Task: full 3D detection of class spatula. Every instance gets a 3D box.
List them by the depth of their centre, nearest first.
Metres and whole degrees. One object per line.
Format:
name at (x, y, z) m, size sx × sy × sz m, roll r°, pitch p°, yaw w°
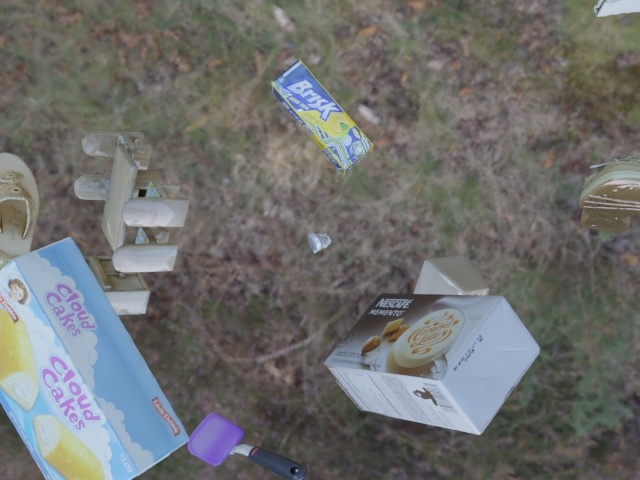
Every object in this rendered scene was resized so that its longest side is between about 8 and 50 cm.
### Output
spatula at (-0.120, 0.348, 1.618) m, size 0.296 × 0.084 × 0.030 m, roll 5°, pitch 138°, yaw 52°

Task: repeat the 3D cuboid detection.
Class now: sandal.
sandal at (-0.473, -0.040, 1.533) m, size 0.088 × 0.240 × 0.079 m, roll 10°, pitch 155°, yaw -30°

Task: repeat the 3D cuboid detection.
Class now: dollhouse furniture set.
dollhouse furniture set at (-0.320, -0.017, 1.421) m, size 0.212 × 0.161 × 0.242 m, roll 51°, pitch 132°, yaw 47°

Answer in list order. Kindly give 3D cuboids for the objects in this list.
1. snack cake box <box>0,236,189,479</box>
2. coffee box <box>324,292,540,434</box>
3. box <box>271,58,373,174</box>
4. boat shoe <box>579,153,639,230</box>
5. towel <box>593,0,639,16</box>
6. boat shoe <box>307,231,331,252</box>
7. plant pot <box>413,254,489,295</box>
snack cake box at (-0.280, 0.151, 1.100) m, size 0.152 × 0.089 × 0.264 m, roll -34°, pitch 86°, yaw 38°
coffee box at (0.136, 0.149, 1.258) m, size 0.098 × 0.141 × 0.246 m, roll 52°, pitch 155°, yaw -20°
box at (0.001, -0.181, 1.452) m, size 0.169 × 0.059 × 0.054 m, roll 50°, pitch 174°, yaw 4°
boat shoe at (0.460, -0.084, 1.555) m, size 0.104 × 0.089 × 0.285 m, roll 8°, pitch 170°, yaw 7°
towel at (0.500, -0.369, 1.251) m, size 0.324 × 0.056 × 0.312 m, roll -2°, pitch 171°, yaw -4°
boat shoe at (0.000, 0.000, 1.700) m, size 0.035 × 0.035 × 0.100 m, roll 63°, pitch 175°, yaw 8°
plant pot at (0.245, 0.100, 1.824) m, size 0.096 × 0.109 × 0.109 m, roll 37°, pitch 121°, yaw 41°
